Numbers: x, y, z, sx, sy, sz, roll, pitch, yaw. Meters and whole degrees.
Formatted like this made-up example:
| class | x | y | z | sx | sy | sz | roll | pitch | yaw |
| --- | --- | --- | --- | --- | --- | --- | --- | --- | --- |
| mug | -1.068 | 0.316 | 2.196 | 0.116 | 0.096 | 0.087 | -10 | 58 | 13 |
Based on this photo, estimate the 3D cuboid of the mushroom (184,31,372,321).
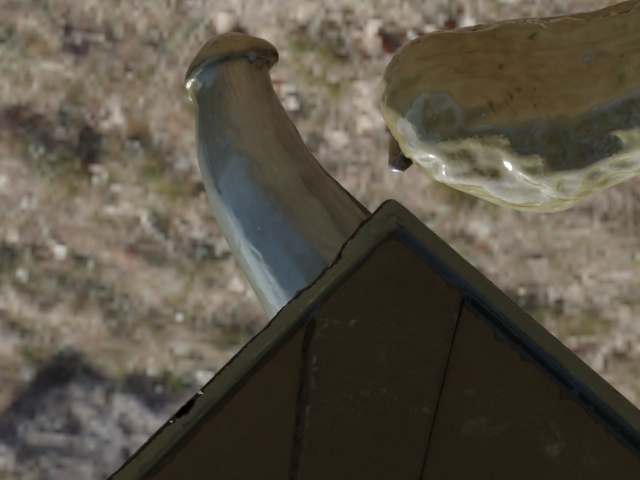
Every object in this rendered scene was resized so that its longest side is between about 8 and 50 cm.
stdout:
| class | x | y | z | sx | sy | sz | roll | pitch | yaw |
| --- | --- | --- | --- | --- | --- | --- | --- | --- | --- |
| mushroom | 0.000 | 0.000 | 1.098 | 0.103 | 0.118 | 0.270 | -26 | 105 | 32 |

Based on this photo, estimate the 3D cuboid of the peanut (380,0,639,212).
| class | x | y | z | sx | sy | sz | roll | pitch | yaw |
| --- | --- | --- | --- | --- | --- | --- | --- | --- | --- |
| peanut | 0.190 | -0.098 | 1.327 | 0.291 | 0.143 | 0.159 | -9 | 160 | 3 |

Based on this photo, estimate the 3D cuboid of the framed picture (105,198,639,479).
| class | x | y | z | sx | sy | sz | roll | pitch | yaw |
| --- | --- | --- | --- | --- | --- | --- | --- | --- | --- |
| framed picture | 0.011 | 0.170 | 0.791 | 0.247 | 0.335 | 0.022 | 41 | 159 | 10 |
